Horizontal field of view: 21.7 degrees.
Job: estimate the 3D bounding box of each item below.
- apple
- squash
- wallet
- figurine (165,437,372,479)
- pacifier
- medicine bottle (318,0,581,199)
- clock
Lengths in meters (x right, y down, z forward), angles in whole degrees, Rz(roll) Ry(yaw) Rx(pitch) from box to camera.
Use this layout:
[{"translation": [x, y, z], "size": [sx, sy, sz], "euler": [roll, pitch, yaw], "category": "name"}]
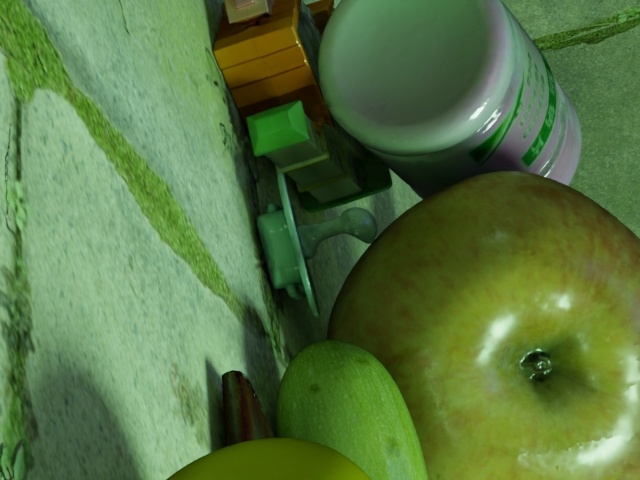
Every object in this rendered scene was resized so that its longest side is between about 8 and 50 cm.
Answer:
[{"translation": [0.191, 0.127, 1.690], "size": [0.346, 0.391, 0.391], "euler": [-75, 148, -90], "category": "apple"}, {"translation": [0.025, 0.200, 1.485], "size": [0.132, 0.132, 0.247], "euler": [45, 29, -65], "category": "squash"}, {"translation": [-0.044, 0.240, 1.345], "size": [0.137, 0.031, 0.255], "euler": [59, 19, -48], "category": "wallet"}, {"translation": [-0.019, 0.295, 1.077], "size": [0.215, 0.187, 0.344], "euler": [-46, 126, -62], "category": "figurine"}, {"translation": [0.000, 0.000, 1.671], "size": [0.127, 0.116, 0.150], "euler": [79, -5, -73], "category": "pacifier"}, {"translation": [0.148, -0.150, 1.813], "size": [0.325, 0.212, 0.212], "euler": [35, 39, -62], "category": "medicine bottle"}, {"translation": [-0.024, -0.172, 1.810], "size": [0.255, 0.106, 0.220], "euler": [38, 37, -69], "category": "clock"}]
